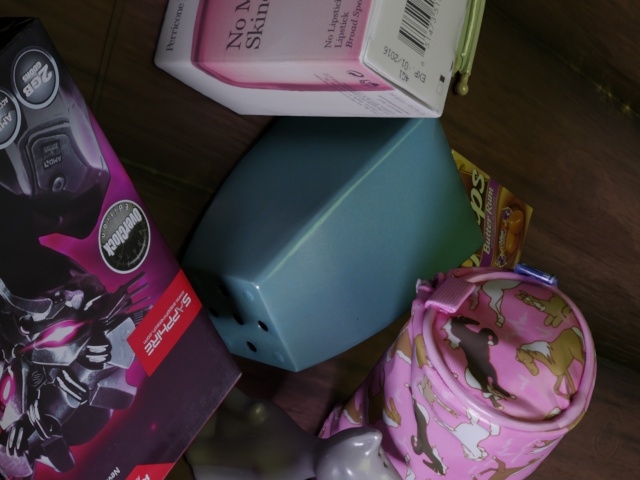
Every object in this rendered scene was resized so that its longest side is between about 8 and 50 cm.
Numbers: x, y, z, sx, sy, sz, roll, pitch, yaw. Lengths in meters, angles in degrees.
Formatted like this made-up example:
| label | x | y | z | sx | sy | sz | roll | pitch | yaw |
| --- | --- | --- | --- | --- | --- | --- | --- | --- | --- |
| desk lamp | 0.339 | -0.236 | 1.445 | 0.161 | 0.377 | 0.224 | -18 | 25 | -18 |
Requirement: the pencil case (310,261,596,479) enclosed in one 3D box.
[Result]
| label | x | y | z | sx | sy | sz | roll | pitch | yaw |
| --- | --- | --- | --- | --- | --- | --- | --- | --- | --- |
| pencil case | 0.106 | 0.162 | 1.350 | 0.160 | 0.386 | 0.167 | 6 | 61 | -13 |

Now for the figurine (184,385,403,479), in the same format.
| label | x | y | z | sx | sy | sz | roll | pitch | yaw |
| --- | --- | --- | --- | --- | --- | --- | --- | --- | --- |
| figurine | 0.003 | 0.236 | 1.344 | 0.092 | 0.209 | 0.215 | -47 | 128 | -38 |

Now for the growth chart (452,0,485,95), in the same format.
| label | x | y | z | sx | sy | sz | roll | pitch | yaw |
| --- | --- | --- | --- | --- | --- | --- | --- | --- | --- |
| growth chart | 0.116 | -0.280 | 1.583 | 0.237 | 0.021 | 0.172 | 32 | 69 | -48 |

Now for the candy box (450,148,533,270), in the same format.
| label | x | y | z | sx | sy | sz | roll | pitch | yaw |
| --- | --- | --- | --- | --- | --- | --- | --- | --- | --- |
| candy box | 0.160 | -0.019 | 1.640 | 0.187 | 0.053 | 0.109 | 29 | 72 | -47 |

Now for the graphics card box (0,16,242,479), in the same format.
| label | x | y | z | sx | sy | sz | roll | pitch | yaw |
| --- | --- | --- | --- | --- | --- | --- | --- | --- | --- |
| graphics card box | -0.218 | 0.049 | 1.096 | 0.233 | 0.094 | 0.371 | -52 | 130 | -34 |

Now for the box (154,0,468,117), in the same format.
| label | x | y | z | sx | sy | sz | roll | pitch | yaw |
| --- | --- | --- | --- | --- | --- | --- | --- | --- | --- |
| box | -0.006 | -0.195 | 1.268 | 0.127 | 0.232 | 0.148 | 26 | 74 | -49 |

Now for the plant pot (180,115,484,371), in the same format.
| label | x | y | z | sx | sy | sz | roll | pitch | yaw |
| --- | --- | --- | --- | --- | --- | --- | --- | --- | --- |
| plant pot | 0.000 | 0.000 | 1.359 | 0.234 | 0.166 | 0.165 | -45 | 127 | -30 |
